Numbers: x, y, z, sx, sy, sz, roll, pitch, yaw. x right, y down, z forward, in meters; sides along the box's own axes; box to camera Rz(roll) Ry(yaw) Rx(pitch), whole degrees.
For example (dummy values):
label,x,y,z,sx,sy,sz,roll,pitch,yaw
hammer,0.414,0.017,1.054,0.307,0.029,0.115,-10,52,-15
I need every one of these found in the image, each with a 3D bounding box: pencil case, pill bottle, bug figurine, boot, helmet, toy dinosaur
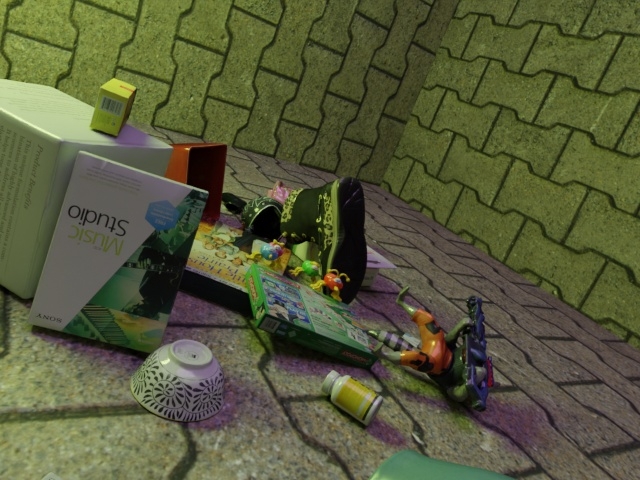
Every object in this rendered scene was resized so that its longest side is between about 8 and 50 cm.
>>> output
label,x,y,z,sx,sy,sz,roll,pitch,yaw
pencil case,-0.033,-0.107,2.027,0.386,0.167,0.160,23,52,3
pill bottle,0.062,0.312,1.006,0.116,0.065,0.065,28,18,20
bug figurine,-0.064,0.064,1.327,0.279,0.072,0.216,26,-1,-19
boot,-0.348,-0.145,1.945,0.121,0.045,0.099,24,20,3
helmet,-0.189,-0.072,1.715,0.162,0.169,0.169,34,15,-9
boot,0.000,0.000,1.535,0.138,0.377,0.284,-2,3,-38
toy dinosaur,-0.255,-0.026,1.626,0.090,0.082,0.047,53,29,-32

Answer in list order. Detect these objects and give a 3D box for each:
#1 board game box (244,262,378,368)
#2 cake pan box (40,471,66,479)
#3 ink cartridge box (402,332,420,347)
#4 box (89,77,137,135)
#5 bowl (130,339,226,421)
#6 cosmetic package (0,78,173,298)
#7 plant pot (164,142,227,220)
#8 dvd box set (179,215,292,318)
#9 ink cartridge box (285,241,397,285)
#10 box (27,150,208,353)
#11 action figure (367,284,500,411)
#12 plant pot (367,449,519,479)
label,x,y,z,sx,sy,sz,roll,pitch,yaw
board game box,-0.024,0.181,1.208,0.317,0.046,0.213,26,17,-26
cake pan box,-0.244,0.367,0.459,0.246,0.070,0.267,27,17,9
ink cartridge box,0.237,0.286,1.363,0.048,0.028,0.083,27,17,18
box,-0.441,-0.291,1.077,0.058,0.087,0.232,18,15,-21
bowl,-0.236,0.226,0.877,0.170,0.080,0.170,20,16,-6
cosmetic package,-0.613,-0.133,1.086,0.394,0.329,0.327,27,16,13
plant pot,-0.473,-0.191,1.608,0.236,0.267,0.267,12,15,12
dvd box set,-0.252,0.059,1.397,0.308,0.062,0.420,22,17,-2
ink cartridge box,0.065,0.055,1.704,0.207,0.119,0.353,6,22,-42
box,-0.363,0.027,0.915,0.233,0.321,0.058,17,4,-13
action figure,0.302,0.261,1.246,0.330,0.178,0.341,38,39,-6
plant pot,0.172,0.392,0.595,0.255,0.271,0.272,18,10,42
